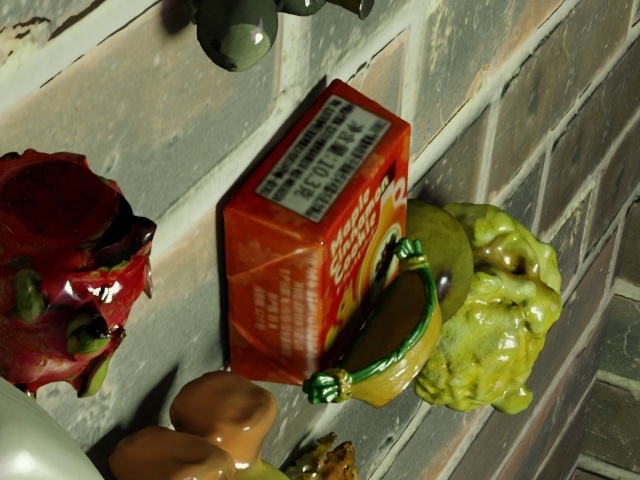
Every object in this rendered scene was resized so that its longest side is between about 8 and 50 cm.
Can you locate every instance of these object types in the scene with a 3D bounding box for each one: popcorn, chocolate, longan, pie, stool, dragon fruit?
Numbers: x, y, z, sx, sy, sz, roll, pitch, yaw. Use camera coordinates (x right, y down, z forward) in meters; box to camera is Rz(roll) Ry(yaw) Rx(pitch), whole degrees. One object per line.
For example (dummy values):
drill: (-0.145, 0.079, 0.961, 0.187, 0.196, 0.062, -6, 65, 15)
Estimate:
popcorn: (0.200, 0.092, 2.165, 0.241, 0.235, 0.250, 21, 68, -48)
chocolate: (0.000, 0.000, 1.709, 0.237, 0.108, 0.235, -50, 152, -42)
longan: (0.101, 0.030, 1.980, 0.155, 0.145, 0.176, -46, -161, -6)
pie: (-0.020, 0.377, 2.034, 0.308, 0.085, 0.308, 14, 90, -70)
stool: (-0.014, -0.239, 1.400, 0.153, 0.139, 0.228, 11, 95, -69)
dragon fruit: (-0.189, 0.037, 1.161, 0.172, 0.160, 0.166, 101, -25, -43)

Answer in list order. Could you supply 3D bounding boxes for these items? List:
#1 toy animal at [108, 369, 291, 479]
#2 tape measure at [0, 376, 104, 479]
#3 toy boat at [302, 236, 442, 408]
toy animal: (-0.097, 0.310, 1.600, 0.216, 0.191, 0.338, -45, 148, -52)
tape measure: (-0.264, 0.206, 1.083, 0.265, 0.130, 0.258, -39, 148, -15)
toy boat: (0.060, 0.095, 1.700, 0.088, 0.089, 0.229, 52, 48, -23)
